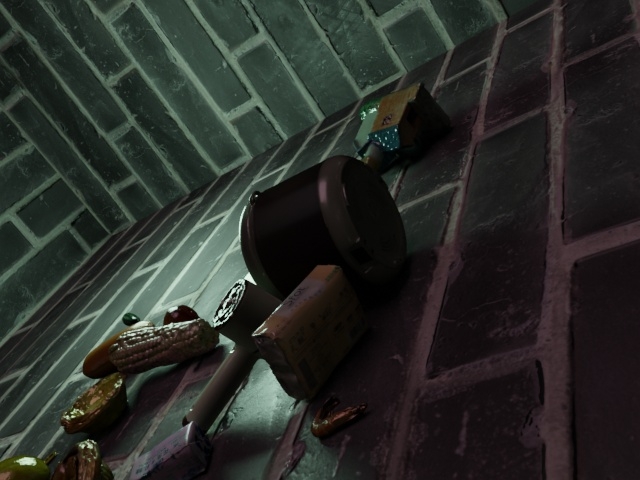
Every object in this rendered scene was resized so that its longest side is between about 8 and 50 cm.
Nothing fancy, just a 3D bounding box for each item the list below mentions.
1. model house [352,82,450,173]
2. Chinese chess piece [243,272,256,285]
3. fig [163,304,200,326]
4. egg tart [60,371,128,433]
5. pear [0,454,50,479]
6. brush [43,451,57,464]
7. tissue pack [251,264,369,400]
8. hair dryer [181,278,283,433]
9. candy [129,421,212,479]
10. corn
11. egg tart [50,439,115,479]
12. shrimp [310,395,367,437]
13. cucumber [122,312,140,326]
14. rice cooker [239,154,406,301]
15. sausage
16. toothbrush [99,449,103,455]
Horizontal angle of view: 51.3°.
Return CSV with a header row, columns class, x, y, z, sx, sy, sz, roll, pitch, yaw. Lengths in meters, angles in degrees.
class,x,y,z,sx,sy,sz,roll,pitch,yaw
model house,0.221,-0.294,2.100,0.267,0.194,0.324,-9,46,48
Chinese chess piece,-0.132,0.105,1.846,0.188,0.083,0.188,-33,21,15
fig,-0.399,0.263,1.928,0.119,0.152,0.119,1,-4,0
egg tart,-0.597,0.448,1.797,0.213,0.090,0.212,-29,21,12
pear,-0.734,0.596,1.603,0.149,0.148,0.162,-16,5,44
brush,-0.784,0.647,1.764,0.083,0.010,0.218,-13,28,48
tissue pack,-0.014,0.180,1.311,0.090,0.186,0.222,8,45,46
hair dryer,-0.183,0.279,1.415,0.362,0.203,0.128,-55,20,0
candy,-0.299,0.446,1.329,0.160,0.073,0.092,-34,15,5
corn,-0.432,0.293,1.830,0.335,0.126,0.126,-14,27,28
egg tart,-0.467,0.541,1.291,0.291,0.107,0.290,-38,40,42
shrimp,0.034,0.303,1.181,0.127,0.025,0.091,-29,19,26
cucumber,-0.668,0.286,2.366,0.048,0.048,0.105,-44,23,-23
rice cooker,0.000,0.000,1.533,0.325,0.335,0.335,-25,22,28
sausage,-0.625,0.342,2.079,0.274,0.105,0.105,-31,20,12
toothbrush,-0.568,0.599,1.471,0.040,0.040,0.386,-29,20,18
